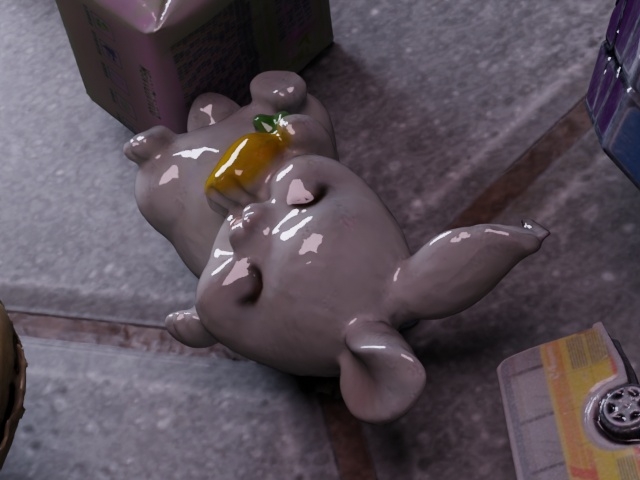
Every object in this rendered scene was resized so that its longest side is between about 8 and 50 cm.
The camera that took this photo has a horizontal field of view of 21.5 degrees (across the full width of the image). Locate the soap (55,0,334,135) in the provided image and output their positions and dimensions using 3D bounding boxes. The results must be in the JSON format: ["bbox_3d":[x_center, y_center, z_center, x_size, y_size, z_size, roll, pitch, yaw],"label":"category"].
[{"bbox_3d":[-0.099,-0.188,1.321,0.138,0.199,0.182,37,70,21],"label":"soap"}]

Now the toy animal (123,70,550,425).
[{"bbox_3d":[-0.007,0.003,1.167,0.325,0.154,0.208,24,64,34],"label":"toy animal"}]

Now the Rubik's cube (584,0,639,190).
[{"bbox_3d":[0.325,-0.110,1.083,0.319,0.319,0.264,17,32,29],"label":"Rubik's cube"}]

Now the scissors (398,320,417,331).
[{"bbox_3d":[0.044,0.074,1.190,0.036,0.006,0.083,10,57,24],"label":"scissors"}]

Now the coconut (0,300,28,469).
[{"bbox_3d":[-0.367,0.100,1.109,0.352,0.353,0.353,-9,49,10],"label":"coconut"}]

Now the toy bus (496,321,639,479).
[{"bbox_3d":[0.174,0.178,1.008,0.106,0.092,0.268,-19,47,13],"label":"toy bus"}]
